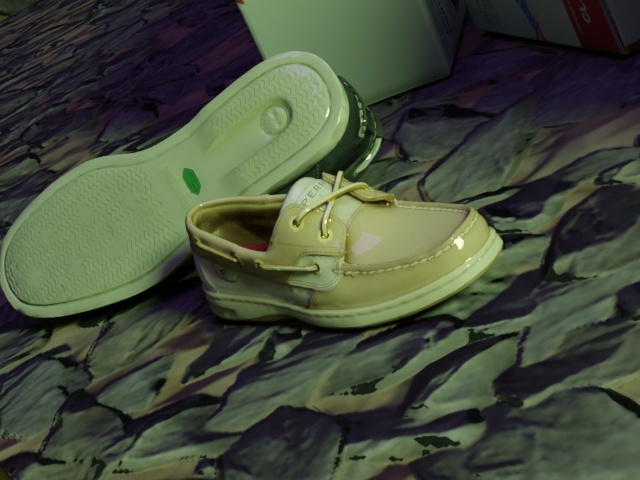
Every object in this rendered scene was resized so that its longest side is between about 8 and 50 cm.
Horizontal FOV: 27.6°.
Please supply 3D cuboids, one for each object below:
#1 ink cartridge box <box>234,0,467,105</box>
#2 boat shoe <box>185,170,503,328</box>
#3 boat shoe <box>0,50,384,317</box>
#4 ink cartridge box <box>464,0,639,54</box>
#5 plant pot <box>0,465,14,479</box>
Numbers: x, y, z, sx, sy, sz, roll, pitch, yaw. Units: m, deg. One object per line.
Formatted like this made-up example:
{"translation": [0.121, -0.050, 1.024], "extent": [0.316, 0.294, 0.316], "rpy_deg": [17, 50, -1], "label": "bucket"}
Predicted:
{"translation": [0.018, -0.229, 0.892], "extent": [0.114, 0.197, 0.273], "rpy_deg": [-18, 24, 19], "label": "ink cartridge box"}
{"translation": [0.000, 0.000, 0.578], "extent": [0.170, 0.059, 0.063], "rpy_deg": [-7, 29, 42], "label": "boat shoe"}
{"translation": [-0.073, -0.018, 0.716], "extent": [0.233, 0.084, 0.079], "rpy_deg": [-28, -18, 17], "label": "boat shoe"}
{"translation": [0.168, -0.176, 0.765], "extent": [0.127, 0.072, 0.175], "rpy_deg": [-32, 22, -11], "label": "ink cartridge box"}
{"translation": [-0.229, 0.080, 0.429], "extent": [0.215, 0.230, 0.215], "rpy_deg": [-23, 22, 10], "label": "plant pot"}
